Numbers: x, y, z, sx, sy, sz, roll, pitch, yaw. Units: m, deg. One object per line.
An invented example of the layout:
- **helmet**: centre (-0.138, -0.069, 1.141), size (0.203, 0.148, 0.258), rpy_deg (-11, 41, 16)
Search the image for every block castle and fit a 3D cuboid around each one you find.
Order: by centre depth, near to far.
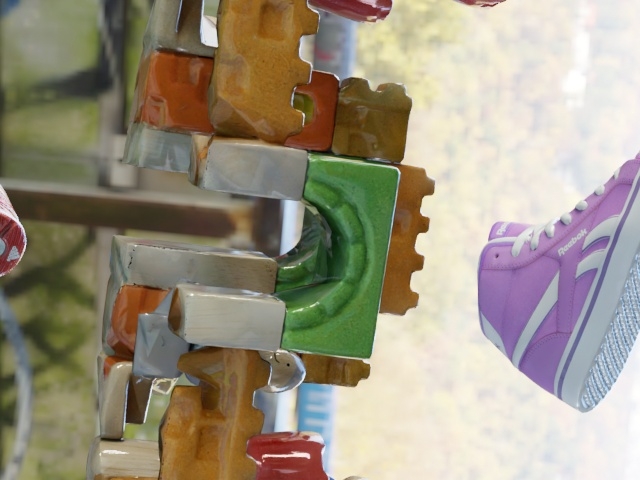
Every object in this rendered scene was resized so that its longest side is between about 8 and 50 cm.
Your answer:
- **block castle**: centre (0.000, 0.000, 0.939), size (0.303, 0.213, 0.453), rpy_deg (-160, -103, -73)

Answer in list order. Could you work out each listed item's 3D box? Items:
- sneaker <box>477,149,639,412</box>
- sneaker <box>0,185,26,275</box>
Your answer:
- **sneaker**: centre (0.220, -0.009, 1.315), size (0.102, 0.161, 0.282), rpy_deg (-1, 121, -51)
- **sneaker**: centre (-0.352, -0.044, 1.252), size (0.087, 0.221, 0.128), rpy_deg (-57, -154, 12)
